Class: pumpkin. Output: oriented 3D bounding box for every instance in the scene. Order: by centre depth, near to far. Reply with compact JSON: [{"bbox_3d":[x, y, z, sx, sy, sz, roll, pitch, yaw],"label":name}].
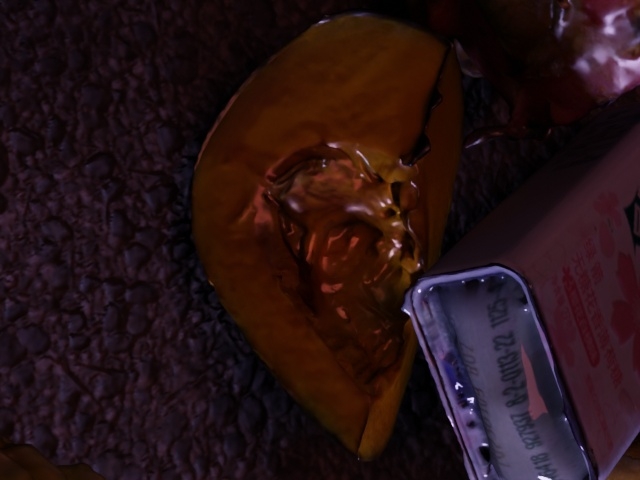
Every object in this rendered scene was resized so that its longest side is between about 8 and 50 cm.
[{"bbox_3d":[0.000,0.000,1.240,0.148,0.169,0.312,50,51,-70],"label":"pumpkin"}]

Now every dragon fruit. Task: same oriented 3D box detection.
[{"bbox_3d":[0.175,-0.264,1.270,0.263,0.296,0.314,47,54,-17],"label":"dragon fruit"}]

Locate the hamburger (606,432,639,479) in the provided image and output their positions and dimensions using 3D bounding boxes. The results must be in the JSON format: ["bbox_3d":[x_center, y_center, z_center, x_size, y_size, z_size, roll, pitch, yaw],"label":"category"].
[{"bbox_3d":[0.259,0.196,1.319,0.213,0.213,0.108,0,81,-34],"label":"hamburger"}]

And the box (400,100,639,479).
[{"bbox_3d":[0.202,0.038,1.284,0.369,0.112,0.190,-36,109,-51],"label":"box"}]

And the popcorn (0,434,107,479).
[{"bbox_3d":[-0.215,0.217,0.902,0.282,0.282,0.247,-10,63,-34],"label":"popcorn"}]
